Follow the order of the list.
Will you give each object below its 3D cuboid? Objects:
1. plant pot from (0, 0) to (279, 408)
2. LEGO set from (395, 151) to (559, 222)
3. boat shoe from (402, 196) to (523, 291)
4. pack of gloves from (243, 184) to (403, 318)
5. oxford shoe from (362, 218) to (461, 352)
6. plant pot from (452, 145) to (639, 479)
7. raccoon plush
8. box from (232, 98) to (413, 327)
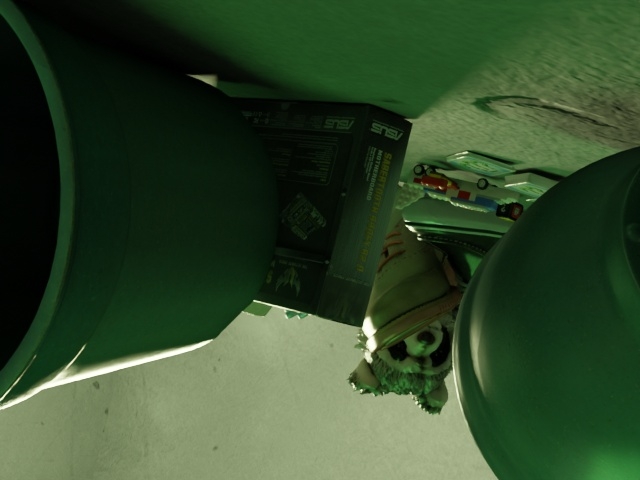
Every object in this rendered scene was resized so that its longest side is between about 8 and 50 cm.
[{"bbox_3d":[-0.220,-0.025,1.001,0.341,0.341,0.334,12,-176,29],"label":"plant pot"},{"bbox_3d":[0.190,-0.036,1.308,0.182,0.060,0.244,18,177,-11],"label":"LEGO set"},{"bbox_3d":[0.226,0.023,1.632,0.335,0.119,0.121,16,176,-42],"label":"boat shoe"},{"bbox_3d":[0.000,0.000,1.587,0.046,0.232,0.195,46,-169,27],"label":"pack of gloves"},{"bbox_3d":[0.097,0.044,1.711,0.140,0.146,0.397,-30,-175,9],"label":"oxford shoe"},{"bbox_3d":[0.250,0.050,0.833,0.293,0.293,0.196,13,151,0],"label":"plant pot"},{"bbox_3d":[0.174,0.128,2.149,0.216,0.299,0.446,12,177,13],"label":"raccoon plush"},{"bbox_3d":[-0.032,-0.031,1.143,0.056,0.183,0.231,15,176,-39],"label":"box"}]
